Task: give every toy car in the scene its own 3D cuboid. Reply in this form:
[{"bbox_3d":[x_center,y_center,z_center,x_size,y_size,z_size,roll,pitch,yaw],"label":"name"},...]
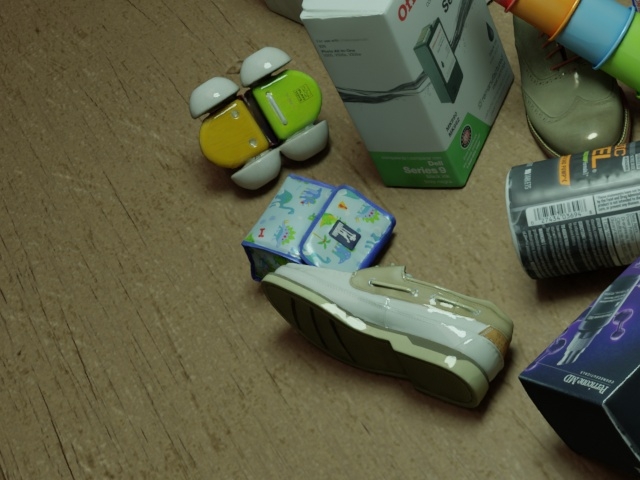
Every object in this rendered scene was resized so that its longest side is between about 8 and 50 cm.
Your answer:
[{"bbox_3d":[-0.083,-0.167,1.704,0.182,0.159,0.136,-31,5,0],"label":"toy car"}]

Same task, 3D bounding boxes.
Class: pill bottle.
[{"bbox_3d":[0.333,-0.040,1.330,0.246,0.130,0.130,-11,45,20],"label":"pill bottle"}]

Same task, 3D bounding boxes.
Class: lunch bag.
[{"bbox_3d":[0.000,0.000,1.517,0.151,0.096,0.129,19,57,24],"label":"lunch bag"}]

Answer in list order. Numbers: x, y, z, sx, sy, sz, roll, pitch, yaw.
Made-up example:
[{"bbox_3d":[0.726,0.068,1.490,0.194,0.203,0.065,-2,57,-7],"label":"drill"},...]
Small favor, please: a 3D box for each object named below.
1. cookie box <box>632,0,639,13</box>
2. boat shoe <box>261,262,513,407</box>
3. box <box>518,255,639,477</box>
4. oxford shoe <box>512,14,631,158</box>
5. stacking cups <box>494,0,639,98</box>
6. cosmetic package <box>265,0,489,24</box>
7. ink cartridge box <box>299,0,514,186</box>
[{"bbox_3d":[0.445,-0.302,1.549,0.107,0.092,0.040,18,58,40],"label":"cookie box"},{"bbox_3d":[0.074,0.084,1.382,0.302,0.113,0.103,23,62,31],"label":"boat shoe"},{"bbox_3d":[0.318,0.111,1.169,0.207,0.108,0.153,-42,16,-14],"label":"box"},{"bbox_3d":[0.292,-0.225,1.532,0.123,0.130,0.348,-21,42,11],"label":"oxford shoe"},{"bbox_3d":[0.317,-0.255,1.432,0.316,0.096,0.096,33,62,-2],"label":"stacking cups"},{"bbox_3d":[0.059,-0.409,1.828,0.197,0.155,0.365,-42,43,-12],"label":"cosmetic package"},{"bbox_3d":[0.115,-0.237,1.527,0.121,0.289,0.211,5,52,33],"label":"ink cartridge box"}]
